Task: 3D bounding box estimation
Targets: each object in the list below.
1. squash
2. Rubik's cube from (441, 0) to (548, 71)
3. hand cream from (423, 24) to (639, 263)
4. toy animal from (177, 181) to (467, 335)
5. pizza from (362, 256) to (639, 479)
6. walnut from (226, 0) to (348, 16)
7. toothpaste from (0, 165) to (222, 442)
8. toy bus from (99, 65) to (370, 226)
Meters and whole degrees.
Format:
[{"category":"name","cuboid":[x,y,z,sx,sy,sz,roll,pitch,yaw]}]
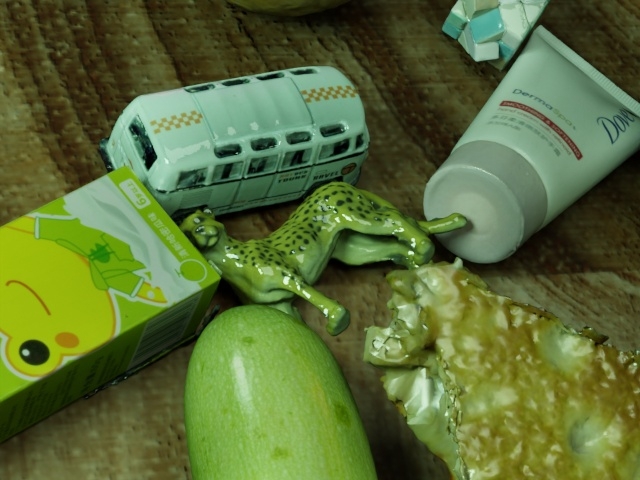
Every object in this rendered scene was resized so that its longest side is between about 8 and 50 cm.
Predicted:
[{"category":"squash","cuboid":[-0.029,0.121,1.227,0.123,0.123,0.187,1,52,-19]},{"category":"Rubik's cube","cuboid":[0.134,-0.183,1.514,0.073,0.075,0.084,36,54,3]},{"category":"hand cream","cuboid":[0.172,-0.073,1.460,0.133,0.083,0.248,39,44,4]},{"category":"toy animal","cuboid":[0.000,0.000,1.347,0.136,0.073,0.181,40,56,19]},{"category":"pizza","cuboid":[0.173,0.178,1.228,0.440,0.130,0.406,-33,88,-31]},{"category":"walnut","cuboid":[-0.026,-0.272,1.430,0.195,0.222,0.195,-2,71,5]},{"category":"toothpaste","cuboid":[-0.219,0.070,1.215,0.327,0.077,0.110,-29,71,-33]},{"category":"toy bus","cuboid":[-0.052,-0.071,1.364,0.194,0.089,0.087,-12,62,-27]}]
